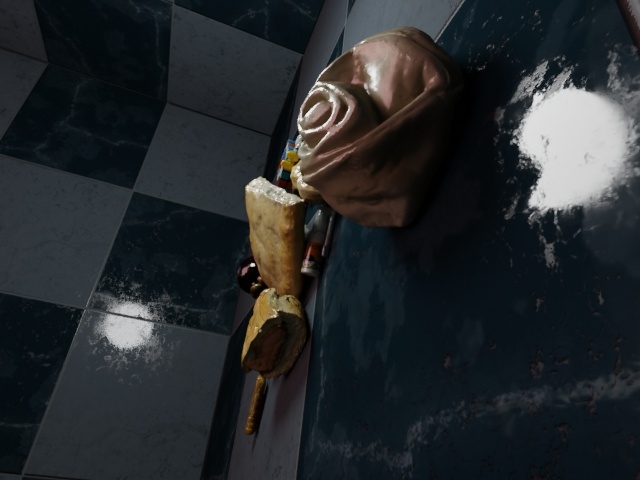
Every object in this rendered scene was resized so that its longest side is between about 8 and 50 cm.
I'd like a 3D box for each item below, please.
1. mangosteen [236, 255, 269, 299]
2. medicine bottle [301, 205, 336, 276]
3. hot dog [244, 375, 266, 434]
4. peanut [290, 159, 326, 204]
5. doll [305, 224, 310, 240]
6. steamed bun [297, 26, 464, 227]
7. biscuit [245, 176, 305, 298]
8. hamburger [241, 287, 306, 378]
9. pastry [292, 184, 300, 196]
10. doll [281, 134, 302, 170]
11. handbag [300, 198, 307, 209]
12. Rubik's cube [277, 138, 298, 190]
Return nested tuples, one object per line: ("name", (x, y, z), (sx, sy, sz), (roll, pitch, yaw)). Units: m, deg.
("mangosteen", (-0.282, 0.180, 1.918), (0.194, 0.194, 0.231), (-61, 41, 42))
("medicine bottle", (0.000, 0.000, 1.300), (0.092, 0.061, 0.221), (-3, 71, 49))
("hot dog", (-0.237, 0.616, 1.570), (0.066, 0.047, 0.216), (108, 175, -81))
("peanut", (-0.022, -0.199, 1.381), (0.325, 0.153, 0.140), (-101, 27, -72))
("doll", (-0.108, -0.008, 1.587), (0.107, 0.110, 0.181), (-48, -8, -33))
("steamed bun", (0.084, -0.219, 0.822), (0.342, 0.254, 0.368), (-143, 67, -71))
("biscuit", (-0.171, 0.000, 1.478), (0.429, 0.103, 0.447), (39, 135, 50))
("hamburger", (-0.139, 0.267, 1.333), (0.209, 0.161, 0.330), (-89, 18, -50))
("pastry", (-0.059, -0.208, 1.623), (0.109, 0.097, 0.057), (138, 144, -65))
("doll", (-0.039, -0.364, 1.563), (0.316, 0.103, 0.146), (-53, -22, -41))
("handbag", (-0.167, -0.048, 1.789), (0.260, 0.084, 0.276), (-1, 74, 55))
("Rubik's cube", (-0.086, -0.298, 1.710), (0.154, 0.150, 0.155), (-100, 28, -56))
